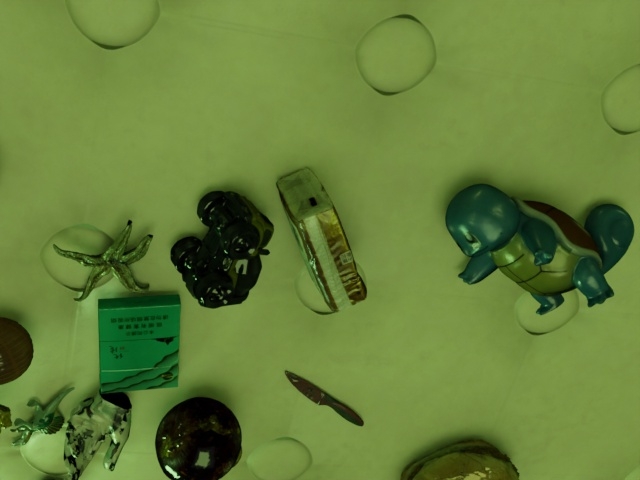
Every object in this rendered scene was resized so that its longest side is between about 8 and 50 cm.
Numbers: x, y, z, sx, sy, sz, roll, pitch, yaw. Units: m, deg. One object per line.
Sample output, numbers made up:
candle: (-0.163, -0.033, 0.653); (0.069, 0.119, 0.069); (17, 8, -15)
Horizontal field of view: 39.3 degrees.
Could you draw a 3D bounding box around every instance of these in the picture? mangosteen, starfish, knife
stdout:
mangosteen: (-0.242, 0.433, 1.915); (0.192, 0.192, 0.217); (-42, 144, 15)
starfish: (-0.406, 0.041, 1.702); (0.217, 0.050, 0.223); (23, 120, -43)
knife: (0.008, 0.356, 2.005); (0.247, 0.018, 0.035); (37, 111, -25)

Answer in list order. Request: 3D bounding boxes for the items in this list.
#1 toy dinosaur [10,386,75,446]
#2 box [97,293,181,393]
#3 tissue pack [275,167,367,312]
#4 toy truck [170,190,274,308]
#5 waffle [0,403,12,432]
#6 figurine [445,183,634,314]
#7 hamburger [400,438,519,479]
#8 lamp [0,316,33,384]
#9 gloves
toy dinosaur: (-0.580, 0.378, 1.890); (0.187, 0.044, 0.106); (-30, 136, -7)
box: (-0.365, 0.211, 1.812); (0.161, 0.042, 0.226); (-1, 125, -15)
tissue pack: (0.000, 0.000, 1.683); (0.092, 0.183, 0.226); (-24, 123, -1)
toy truck: (-0.167, 0.022, 1.704); (0.165, 0.147, 0.224); (9, 119, -44)
waffle: (-0.738, 0.300, 1.741); (0.291, 0.051, 0.291); (12, 140, 10)
figurine: (0.445, 0.025, 1.772); (0.417, 0.298, 0.242); (7, 86, -18)
hamburger: (0.338, 0.603, 2.148); (0.283, 0.144, 0.259); (-34, 119, 3)
lamp: (-0.621, 0.213, 1.721); (0.137, 0.136, 0.136); (-5, 122, -8)
gloves: (-0.480, 0.414, 1.892); (0.128, 0.111, 0.212); (17, 116, -50)
